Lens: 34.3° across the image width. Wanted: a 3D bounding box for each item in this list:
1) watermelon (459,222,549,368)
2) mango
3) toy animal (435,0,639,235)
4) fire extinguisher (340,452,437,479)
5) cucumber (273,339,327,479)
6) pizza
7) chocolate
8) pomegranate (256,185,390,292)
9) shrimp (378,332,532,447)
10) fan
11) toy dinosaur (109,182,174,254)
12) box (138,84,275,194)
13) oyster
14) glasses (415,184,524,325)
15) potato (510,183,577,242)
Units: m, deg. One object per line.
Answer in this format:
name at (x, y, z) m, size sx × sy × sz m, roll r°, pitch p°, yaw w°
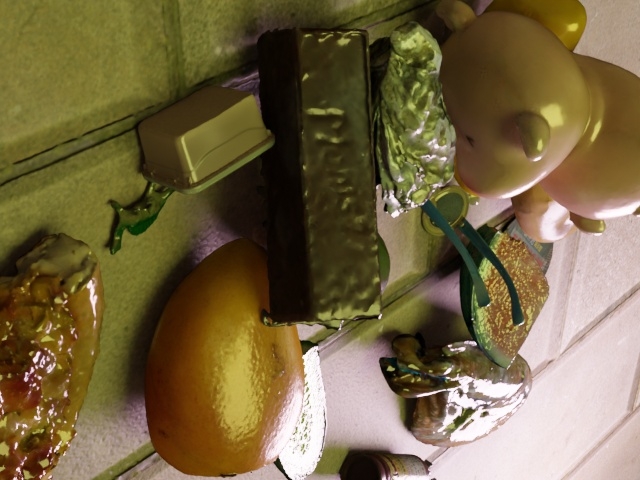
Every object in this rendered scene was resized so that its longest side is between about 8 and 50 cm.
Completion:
watermelon at (0.251, 0.093, 1.567) m, size 0.231 × 0.128 × 0.146 m, roll 52°, pitch 58°, yaw -36°
mango at (-0.106, 0.127, 1.152) m, size 0.187 × 0.138 × 0.256 m, roll -8°, pitch 106°, yaw -20°
toy animal at (0.246, -0.134, 1.275) m, size 0.277 × 0.345 × 0.247 m, roll -45°, pitch 166°, yaw 32°
fire extinguisher at (0.116, 0.391, 1.680) m, size 0.106 × 0.075 × 0.252 m, roll -41°, pitch 152°, yaw 20°
cucumber at (-0.048, 0.230, 1.359) m, size 0.115 × 0.063 × 0.243 m, roll -42°, pitch 141°, yaw -34°
pizza at (-0.326, 0.175, 0.945) m, size 0.408 × 0.114 × 0.278 m, roll -62°, pitch 150°, yaw -4°
chocolate at (0.004, -0.059, 1.068) m, size 0.112 × 0.112 × 0.321 m, roll -3°, pitch 93°, yaw -22°
pomegranate at (0.000, 0.000, 1.206) m, size 0.131 × 0.152 × 0.191 m, roll -37°, pitch 118°, yaw -21°
shrimp at (0.211, 0.240, 1.668) m, size 0.221 × 0.110 × 0.446 m, roll -44°, pitch 145°, yaw 9°
fan at (0.327, 0.083, 1.775) m, size 0.223 × 0.012 × 0.294 m, roll -11°, pitch 122°, yaw -49°
toy dinosaur at (-0.175, -0.034, 1.061) m, size 0.120 × 0.029 × 0.060 m, roll -41°, pitch 156°, yaw -35°
box at (-0.117, -0.104, 1.029) m, size 0.122 × 0.089 × 0.062 m, roll -36°, pitch 127°, yaw -31°
oyster at (0.088, -0.127, 1.151) m, size 0.268 × 0.112 × 0.198 m, roll 162°, pitch -81°, yaw -88°
glasses at (0.182, 0.017, 1.406) m, size 0.088 × 0.220 × 0.190 m, roll -28°, pitch 153°, yaw 21°
potato at (0.362, -0.094, 1.587) m, size 0.150 × 0.146 × 0.234 m, roll -10°, pitch 151°, yaw 2°
